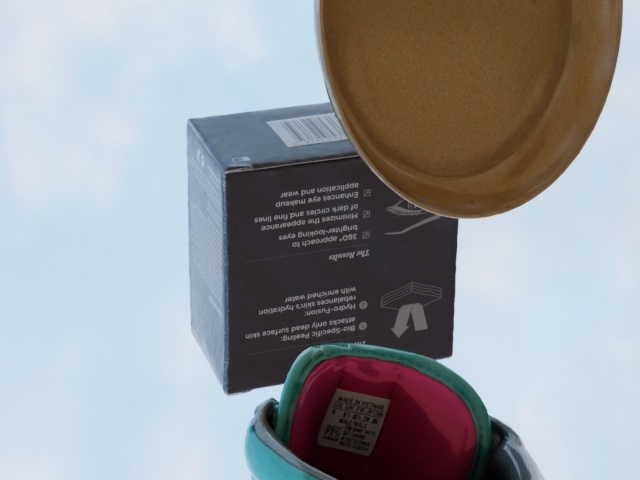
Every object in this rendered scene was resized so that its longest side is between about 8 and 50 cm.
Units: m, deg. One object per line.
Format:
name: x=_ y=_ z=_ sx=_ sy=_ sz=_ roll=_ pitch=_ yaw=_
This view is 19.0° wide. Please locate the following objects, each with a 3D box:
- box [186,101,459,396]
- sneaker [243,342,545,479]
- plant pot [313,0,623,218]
box: x=0.000 y=0.000 z=1.218 sx=0.156 sy=0.093 sz=0.158 roll=-8 pitch=-63 yaw=-18
sneaker: x=-0.002 y=0.129 z=0.786 sx=0.124 sy=0.295 sz=0.178 roll=5 pitch=-88 yaw=-30
plant pot: x=0.081 y=-0.131 z=1.080 sx=0.236 sy=0.032 sz=0.236 roll=-6 pitch=-80 yaw=-39
